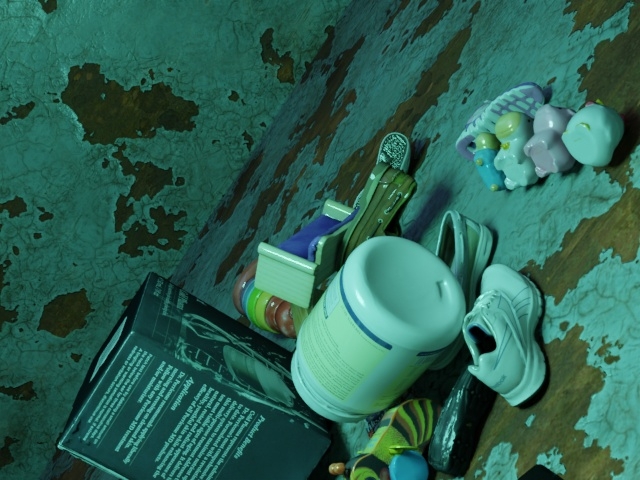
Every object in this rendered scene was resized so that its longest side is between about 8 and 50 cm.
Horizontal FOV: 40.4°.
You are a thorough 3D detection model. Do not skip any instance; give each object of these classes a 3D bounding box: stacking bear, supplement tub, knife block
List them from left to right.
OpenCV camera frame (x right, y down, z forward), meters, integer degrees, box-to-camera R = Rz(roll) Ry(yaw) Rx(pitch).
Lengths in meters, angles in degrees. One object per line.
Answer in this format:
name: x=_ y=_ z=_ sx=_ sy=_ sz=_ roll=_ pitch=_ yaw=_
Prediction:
stacking bear: x=-0.108 y=0.178 z=2.348 sx=0.164 sy=0.175 sz=0.289 roll=-36 pitch=29 yaw=-18
knife block: x=-0.003 y=0.243 z=2.077 sx=0.275 sy=0.088 sz=0.242 roll=152 pitch=124 yaw=-70
supplement tub: x=0.095 y=0.174 z=1.612 sx=0.236 sy=0.235 sz=0.325 roll=-82 pitch=18 yaw=-44

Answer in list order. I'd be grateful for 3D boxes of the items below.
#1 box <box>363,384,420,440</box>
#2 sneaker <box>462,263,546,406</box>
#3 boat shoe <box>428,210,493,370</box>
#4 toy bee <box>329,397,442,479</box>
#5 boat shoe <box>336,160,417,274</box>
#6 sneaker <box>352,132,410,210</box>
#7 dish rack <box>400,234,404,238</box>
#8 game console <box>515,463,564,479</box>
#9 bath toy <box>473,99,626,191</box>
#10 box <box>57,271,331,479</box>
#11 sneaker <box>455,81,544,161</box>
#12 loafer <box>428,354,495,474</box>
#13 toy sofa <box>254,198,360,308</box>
box: x=0.140 y=0.334 z=1.764 sx=0.137 sy=0.027 sz=0.094 roll=-53 pitch=23 yaw=16
sneaker: x=0.310 y=0.139 z=1.506 sx=0.111 sy=0.129 sz=0.297 roll=-47 pitch=23 yaw=33
boat shoe: x=0.249 y=0.098 z=1.723 sx=0.118 sy=0.103 sz=0.321 roll=-13 pitch=53 yaw=63
toy bee: x=0.108 y=0.399 z=1.547 sx=0.195 sy=0.162 sz=0.298 roll=-51 pitch=15 yaw=45
boat shoe: x=0.125 y=-0.022 z=1.955 sx=0.110 sy=0.104 sz=0.307 roll=-41 pitch=-25 yaw=-53
sneaker: x=0.169 y=-0.130 z=2.252 sx=0.290 sy=0.105 sz=0.123 roll=-67 pitch=-14 yaw=4
dish rack: x=0.144 y=0.116 z=1.985 sx=0.208 sy=0.074 sz=0.272 roll=-45 pitch=24 yaw=29
game console: x=0.324 y=0.406 z=1.288 sx=0.122 sy=0.071 sz=0.107 roll=-155 pitch=65 yaw=-69
bath toy: x=0.441 y=-0.194 z=1.667 sx=0.129 sy=0.152 sz=0.348 roll=-30 pitch=9 yaw=-27
box: x=-0.269 y=0.355 z=1.946 sx=0.297 sy=0.471 sz=0.480 roll=-56 pitch=13 yaw=7
sneaker: x=0.394 y=-0.279 z=1.923 sx=0.236 sy=0.095 sz=0.105 roll=-41 pitch=21 yaw=42
loafer: x=0.243 y=0.295 z=1.520 sx=0.078 sy=0.076 sz=0.223 roll=4 pitch=68 yaw=58
toy sofa: x=0.000 y=0.000 z=2.064 sx=0.362 sy=0.150 sz=0.177 roll=-36 pitch=-37 yaw=-56
